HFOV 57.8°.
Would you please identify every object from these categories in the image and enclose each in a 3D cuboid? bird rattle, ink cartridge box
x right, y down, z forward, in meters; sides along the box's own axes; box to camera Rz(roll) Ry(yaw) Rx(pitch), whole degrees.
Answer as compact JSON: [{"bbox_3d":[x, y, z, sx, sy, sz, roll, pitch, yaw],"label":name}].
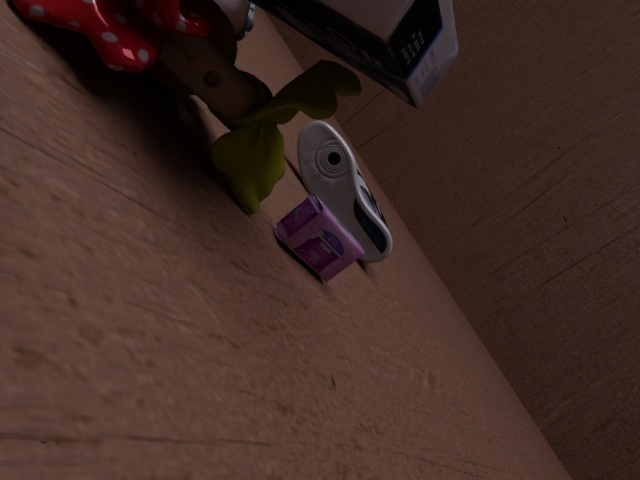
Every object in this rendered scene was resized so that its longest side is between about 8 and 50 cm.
[{"bbox_3d":[-0.107,-0.142,0.446,0.253,0.143,0.207,29,13,-39],"label":"bird rattle"},{"bbox_3d":[-0.055,-0.223,0.422,0.332,0.065,0.165,38,10,14],"label":"ink cartridge box"}]

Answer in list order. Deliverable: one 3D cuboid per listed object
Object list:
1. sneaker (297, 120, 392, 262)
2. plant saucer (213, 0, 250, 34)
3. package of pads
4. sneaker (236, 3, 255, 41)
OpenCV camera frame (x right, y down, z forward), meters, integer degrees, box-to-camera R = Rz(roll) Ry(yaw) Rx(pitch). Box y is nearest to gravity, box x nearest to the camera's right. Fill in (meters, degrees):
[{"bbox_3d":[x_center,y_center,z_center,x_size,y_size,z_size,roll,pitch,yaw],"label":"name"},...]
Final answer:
[{"bbox_3d":[0.034,-0.069,0.856,0.217,0.079,0.121,63,7,-3],"label":"sneaker"},{"bbox_3d":[-0.185,-0.383,0.677,0.310,0.050,0.311,40,33,-33],"label":"plant saucer"},{"bbox_3d":[0.000,0.000,0.537,0.083,0.050,0.032,45,10,-44],"label":"package of pads"},{"bbox_3d":[-0.167,-0.492,1.120,0.110,0.122,0.283,44,15,-43],"label":"sneaker"}]
